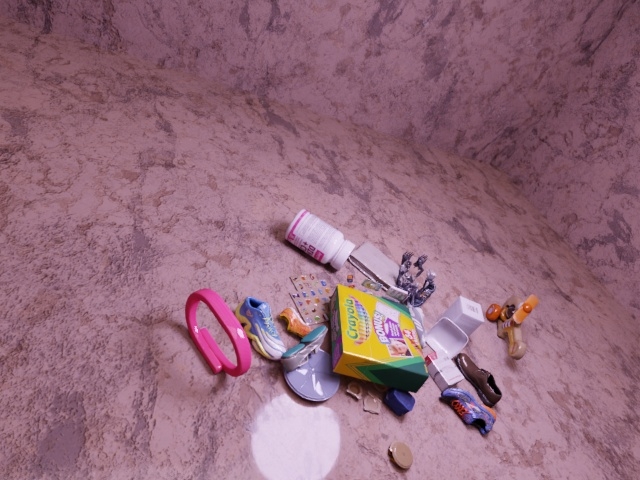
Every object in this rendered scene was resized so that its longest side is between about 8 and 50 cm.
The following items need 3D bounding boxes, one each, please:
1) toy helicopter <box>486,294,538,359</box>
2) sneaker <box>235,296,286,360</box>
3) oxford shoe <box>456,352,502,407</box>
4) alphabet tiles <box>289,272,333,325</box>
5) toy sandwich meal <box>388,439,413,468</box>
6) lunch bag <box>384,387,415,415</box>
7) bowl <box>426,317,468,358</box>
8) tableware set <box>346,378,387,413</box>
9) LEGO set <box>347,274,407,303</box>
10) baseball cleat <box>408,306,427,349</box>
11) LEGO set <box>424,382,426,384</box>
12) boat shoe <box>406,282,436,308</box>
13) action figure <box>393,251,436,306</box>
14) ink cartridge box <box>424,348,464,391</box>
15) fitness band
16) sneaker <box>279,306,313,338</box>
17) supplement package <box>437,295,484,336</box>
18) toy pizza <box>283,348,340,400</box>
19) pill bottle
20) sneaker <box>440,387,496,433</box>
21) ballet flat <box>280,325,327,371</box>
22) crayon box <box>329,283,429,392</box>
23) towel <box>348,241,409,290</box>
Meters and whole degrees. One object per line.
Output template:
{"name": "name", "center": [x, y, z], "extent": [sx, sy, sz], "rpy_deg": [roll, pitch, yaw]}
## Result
{"name": "toy helicopter", "center": [0.887, 0.383, 1.864], "extent": [0.140, 0.235, 0.355], "rpy_deg": [28, 37, -2]}
{"name": "sneaker", "center": [-0.193, 0.284, 1.373], "extent": [0.240, 0.126, 0.091], "rpy_deg": [42, 39, 17]}
{"name": "oxford shoe", "center": [0.637, 0.535, 1.642], "extent": [0.083, 0.096, 0.227], "rpy_deg": [-9, 49, -37]}
{"name": "alphabet tiles", "center": [-0.025, 0.227, 1.649], "extent": [0.198, 0.009, 0.237], "rpy_deg": [-5, 48, -36]}
{"name": "toy sandwich meal", "center": [0.250, 0.671, 1.288], "extent": [0.085, 0.029, 0.085], "rpy_deg": [21, 39, -18]}
{"name": "lunch bag", "center": [0.266, 0.545, 1.413], "extent": [0.098, 0.065, 0.067], "rpy_deg": [47, 36, 7]}
{"name": "bowl", "center": [0.521, 0.401, 1.700], "extent": [0.142, 0.142, 0.053], "rpy_deg": [44, 17, 18]}
{"name": "tableware set", "center": [0.161, 0.507, 1.428], "extent": [0.141, 0.020, 0.169], "rpy_deg": [31, 36, 3]}
{"name": "LEGO set", "center": [0.202, 0.208, 1.670], "extent": [0.244, 0.182, 0.060], "rpy_deg": [21, 44, -9]}
{"name": "baseball cleat", "center": [0.385, 0.363, 1.719], "extent": [0.109, 0.072, 0.206], "rpy_deg": [9, 36, 0]}
{"name": "LEGO set", "center": [0.371, 0.526, 1.546], "extent": [0.083, 0.023, 0.054], "rpy_deg": [-20, 55, -30]}
{"name": "boat shoe", "center": [0.458, 0.249, 1.871], "extent": [0.065, 0.083, 0.183], "rpy_deg": [42, 39, 18]}
{"name": "action figure", "center": [0.413, 0.156, 1.833], "extent": [0.164, 0.141, 0.276], "rpy_deg": [20, 41, -3]}
{"name": "ink cartridge box", "center": [0.475, 0.503, 1.605], "extent": [0.099, 0.056, 0.135], "rpy_deg": [-5, 48, -36]}
{"name": "fitness band", "center": [-0.309, 0.278, 1.236], "extent": [0.054, 0.209, 0.291], "rpy_deg": [-18, 57, -46]}
{"name": "sneaker", "center": [-0.079, 0.318, 1.478], "extent": [0.175, 0.064, 0.067], "rpy_deg": [41, 60, 22]}
{"name": "supplement package", "center": [0.596, 0.344, 1.767], "extent": [0.105, 0.179, 0.105], "rpy_deg": [23, 37, -8]}
{"name": "toy pizza", "center": [-0.030, 0.441, 1.373], "extent": [0.201, 0.032, 0.201], "rpy_deg": [17, 39, -14]}
{"name": "pill bottle", "center": [0.000, 0.000, 1.805], "extent": [0.283, 0.160, 0.160], "rpy_deg": [33, 37, 6]}
{"name": "sneaker", "center": [0.536, 0.616, 1.497], "extent": [0.221, 0.083, 0.087], "rpy_deg": [30, 42, 6]}
{"name": "ballet flat", "center": [-0.047, 0.363, 1.376], "extent": [0.213, 0.072, 0.068], "rpy_deg": [-29, 102, -42]}
{"name": "crayon box", "center": [0.196, 0.343, 1.499], "extent": [0.313, 0.106, 0.363], "rpy_deg": [19, 28, -12]}
{"name": "towel", "center": [0.276, 0.126, 1.930], "extent": [0.282, 0.049, 0.187], "rpy_deg": [41, 36, 14]}
